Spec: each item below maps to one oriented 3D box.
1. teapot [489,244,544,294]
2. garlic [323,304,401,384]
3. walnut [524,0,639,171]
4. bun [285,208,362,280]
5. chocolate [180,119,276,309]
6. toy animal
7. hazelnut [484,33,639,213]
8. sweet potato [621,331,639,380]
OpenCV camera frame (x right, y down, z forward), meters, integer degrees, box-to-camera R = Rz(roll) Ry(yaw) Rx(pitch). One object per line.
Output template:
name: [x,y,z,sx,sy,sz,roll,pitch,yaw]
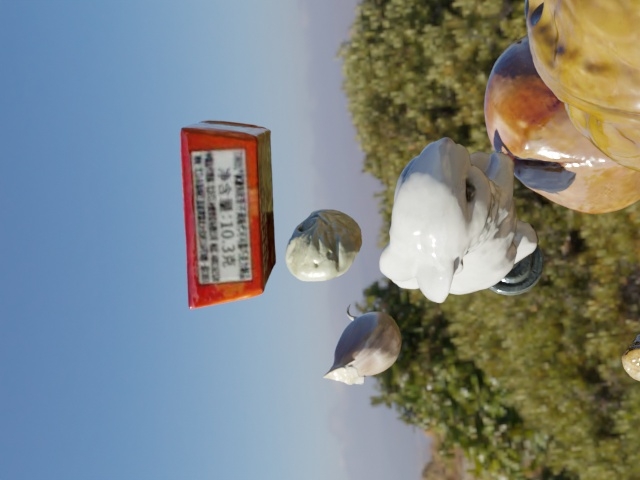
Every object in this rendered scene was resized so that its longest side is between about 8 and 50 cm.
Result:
teapot: [0.308,0.047,1.620,0.108,0.149,0.111,56,-154,-74]
garlic: [0.114,0.214,2.136,0.266,0.148,0.128,-65,-11,-62]
walnut: [0.406,-0.266,1.123,0.354,0.308,0.398,56,-164,-37]
bun: [0.000,0.000,2.034,0.102,0.183,0.183,54,-159,-42]
chocolate: [-0.123,-0.044,1.283,0.235,0.108,0.237,-73,-17,-81]
toy animal: [0.169,-0.018,1.283,0.194,0.258,0.357,40,-168,18]
hazelnut: [0.475,-0.230,1.706,0.372,0.315,0.372,43,-156,-25]
sweet potato: [0.497,0.045,1.157,0.385,0.109,0.109,-47,-33,-31]
